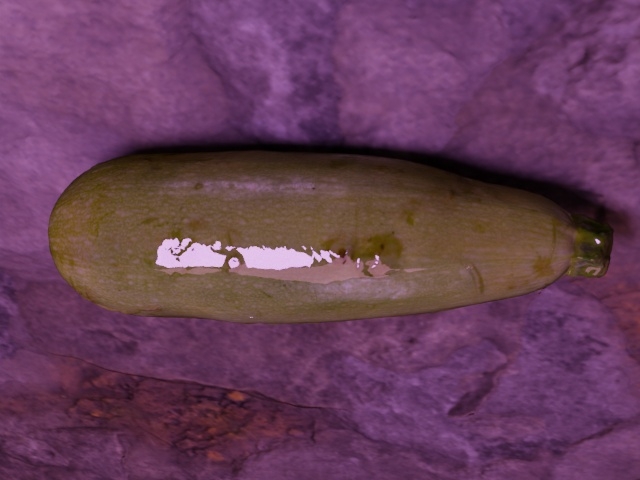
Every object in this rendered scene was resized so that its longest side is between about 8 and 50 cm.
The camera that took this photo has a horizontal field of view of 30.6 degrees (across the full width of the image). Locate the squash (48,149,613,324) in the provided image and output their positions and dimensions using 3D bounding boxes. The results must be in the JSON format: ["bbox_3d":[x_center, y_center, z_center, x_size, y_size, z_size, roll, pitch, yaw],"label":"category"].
[{"bbox_3d":[-0.002,-0.001,0.753,0.370,0.118,0.118,2,141,14],"label":"squash"}]
